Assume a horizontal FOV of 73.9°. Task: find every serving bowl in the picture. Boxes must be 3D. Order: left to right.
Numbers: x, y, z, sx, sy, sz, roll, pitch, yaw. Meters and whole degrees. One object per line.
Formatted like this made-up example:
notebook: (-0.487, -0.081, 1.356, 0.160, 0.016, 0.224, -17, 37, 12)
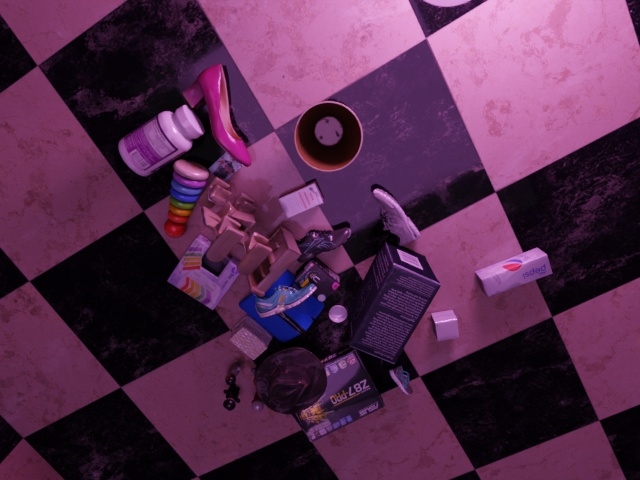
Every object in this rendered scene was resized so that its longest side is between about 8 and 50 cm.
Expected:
serving bowl: (0.080, 0.330, 1.947, 0.083, 0.027, 0.084, 0, 110, 1)

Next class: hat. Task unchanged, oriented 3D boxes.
hat: (-0.135, 0.642, 1.880, 0.330, 0.134, 0.332, 0, 95, 1)

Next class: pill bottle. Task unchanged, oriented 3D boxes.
pill bottle: (-0.606, -0.390, 1.642, 0.301, 0.169, 0.169, -28, 106, 10)

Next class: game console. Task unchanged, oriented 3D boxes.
game console: (-0.178, 0.293, 1.942, 0.293, 0.173, 0.250, 43, 74, -13)

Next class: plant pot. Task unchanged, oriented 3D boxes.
plant pot: (0.028, -0.395, 1.577, 0.236, 0.254, 0.238, 0, 110, 1)

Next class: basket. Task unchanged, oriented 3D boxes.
basket: (-0.321, 0.449, 1.959, 0.167, 0.103, 0.113, 43, 106, -13)

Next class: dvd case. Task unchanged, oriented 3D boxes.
dvd case: (-0.389, -0.301, 1.748, 0.119, 0.013, 0.087, -39, 104, 13)

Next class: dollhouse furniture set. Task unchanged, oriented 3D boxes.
dollhouse furniture set: (-0.317, 0.017, 1.687, 0.394, 0.362, 0.256, 31, 110, -37)

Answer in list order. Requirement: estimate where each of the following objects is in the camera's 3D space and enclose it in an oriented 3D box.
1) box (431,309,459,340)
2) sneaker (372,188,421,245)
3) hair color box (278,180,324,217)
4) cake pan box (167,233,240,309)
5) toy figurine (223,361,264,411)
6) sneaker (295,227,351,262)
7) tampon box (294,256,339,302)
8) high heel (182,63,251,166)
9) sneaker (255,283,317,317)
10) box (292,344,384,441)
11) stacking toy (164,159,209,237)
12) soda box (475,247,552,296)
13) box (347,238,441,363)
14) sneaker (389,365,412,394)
box: (0.562, 0.383, 1.920, 0.101, 0.087, 0.102, -11, 108, 5)
sneaker: (0.295, -0.089, 1.754, 0.115, 0.105, 0.281, -37, 105, 13)
hair color box: (-0.080, -0.169, 1.765, 0.167, 0.053, 0.093, -22, 106, 10)
cake pan box: (-0.500, 0.138, 1.876, 0.245, 0.070, 0.267, 36, 106, -13)
toy figurine: (-0.356, 0.697, 2.023, 0.212, 0.148, 0.210, 6, 109, 0)
sneaker: (0.000, 0.000, 1.797, 0.267, 0.101, 0.106, -26, 104, 10)
tampon box: (-0.014, 0.166, 1.853, 0.161, 0.101, 0.120, 39, 106, -12)
high heel: (-0.346, -0.472, 1.631, 0.181, 0.127, 0.377, -35, 107, 11)
sneaker: (-0.148, 0.236, 1.783, 0.275, 0.107, 0.110, -22, 89, 6)
box: (0.055, 0.712, 2.000, 0.394, 0.097, 0.319, -26, 98, 2)
stacking toy: (-0.566, -0.154, 1.747, 0.141, 0.141, 0.331, 21, 112, -6)
soda box: (0.824, 0.136, 1.826, 0.286, 0.091, 0.098, -22, 107, 9)
box: (0.287, 0.246, 1.772, 0.211, 0.294, 0.396, 24, 109, -6)
sneaker: (0.402, 0.669, 2.040, 0.076, 0.065, 0.167, -37, 106, 9)
